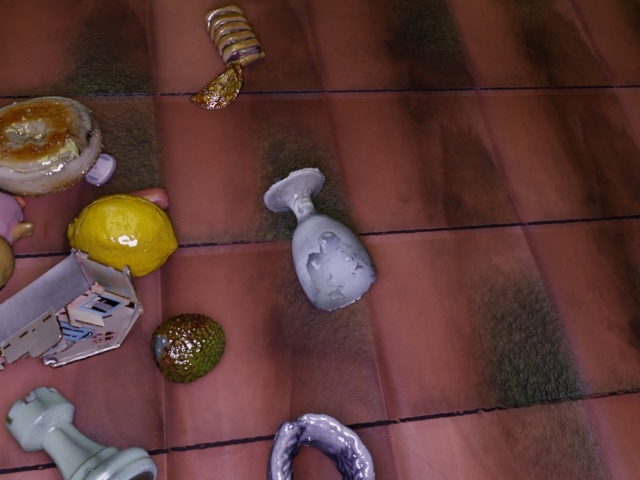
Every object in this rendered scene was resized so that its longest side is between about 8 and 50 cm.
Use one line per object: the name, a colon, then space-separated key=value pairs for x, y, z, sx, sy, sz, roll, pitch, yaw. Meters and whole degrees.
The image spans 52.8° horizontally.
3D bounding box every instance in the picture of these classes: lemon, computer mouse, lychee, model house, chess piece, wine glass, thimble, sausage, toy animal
lemon: x=-0.463 y=-0.009 z=1.515 sx=0.260 sy=0.204 sz=0.204 roll=7 pitch=60 yaw=-4
computer mouse: x=-0.574 y=-0.184 z=1.686 sx=0.066 sy=0.039 sz=0.096 roll=21 pitch=68 yaw=3
lychee: x=-0.293 y=0.238 z=1.440 sx=0.171 sy=0.171 sz=0.171 roll=4 pitch=61 yaw=-8
model house: x=-0.536 y=0.179 z=1.404 sx=0.326 sy=0.244 sz=0.169 roll=-33 pitch=66 yaw=12
chess piece: x=-0.492 y=0.429 z=1.291 sx=0.299 sy=0.194 sz=0.194 roll=35 pitch=61 yaw=21
wine glass: x=0.000 y=0.000 z=1.605 sx=0.191 sy=0.190 sz=0.357 roll=-17 pitch=61 yaw=-18
thimble: x=-0.008 y=0.492 z=1.345 sx=0.217 sy=0.157 sz=0.245 roll=-23 pitch=68 yaw=-23
sausage: x=-0.466 y=-0.095 z=1.642 sx=0.154 sy=0.062 sz=0.062 roll=-13 pitch=65 yaw=-18
toy animal: x=-0.765 y=0.008 z=1.472 sx=0.196 sy=0.169 sz=0.281 roll=-3 pitch=61 yaw=-8

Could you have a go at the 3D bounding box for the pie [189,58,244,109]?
pie: x=-0.281 y=-0.440 z=1.868 sx=0.191 sy=0.033 sz=0.088 roll=-43 pitch=95 yaw=-10

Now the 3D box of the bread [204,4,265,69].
bread: x=-0.259 y=-0.616 z=1.955 sx=0.134 sy=0.081 sz=0.225 roll=-22 pitch=68 yaw=-21

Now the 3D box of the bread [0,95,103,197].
bread: x=-0.695 y=-0.226 z=1.611 sx=0.306 sy=0.158 sz=0.305 roll=0 pitch=53 yaw=0
